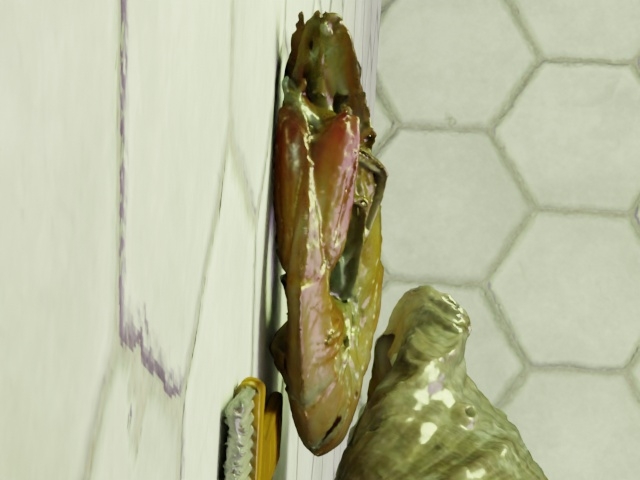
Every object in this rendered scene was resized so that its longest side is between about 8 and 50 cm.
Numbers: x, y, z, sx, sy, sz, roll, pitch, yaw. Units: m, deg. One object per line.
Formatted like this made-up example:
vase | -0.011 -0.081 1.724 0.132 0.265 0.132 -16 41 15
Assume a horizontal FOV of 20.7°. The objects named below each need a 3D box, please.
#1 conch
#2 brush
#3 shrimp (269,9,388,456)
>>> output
conch | 0.073 0.220 1.070 0.352 0.210 0.297 -66 -171 -29
brush | -0.032 0.113 0.888 0.272 0.013 0.103 -43 137 -86
shrimp | 0.001 0.000 0.970 0.145 0.061 0.267 -63 159 -61
